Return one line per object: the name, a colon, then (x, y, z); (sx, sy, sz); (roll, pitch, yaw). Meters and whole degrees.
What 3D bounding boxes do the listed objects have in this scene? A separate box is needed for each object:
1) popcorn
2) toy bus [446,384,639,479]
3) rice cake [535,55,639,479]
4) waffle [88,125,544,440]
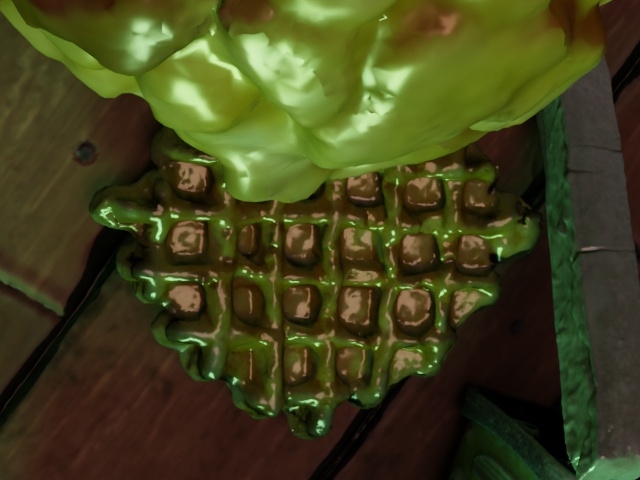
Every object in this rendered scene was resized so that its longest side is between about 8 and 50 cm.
popcorn: (0.003, -0.220, 0.559); (0.354, 0.344, 0.390); (-40, 110, 3)
toy bus: (0.218, 0.212, 0.891); (0.312, 0.152, 0.190); (16, 101, -25)
rice cake: (0.147, 0.009, 0.788); (0.045, 0.042, 0.245); (4, 71, -19)
waffle: (-0.001, 0.000, 0.793); (0.204, 0.054, 0.223); (-44, 115, -2)
